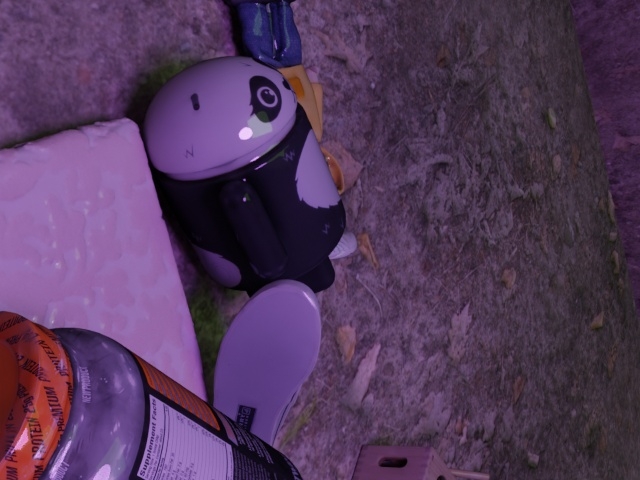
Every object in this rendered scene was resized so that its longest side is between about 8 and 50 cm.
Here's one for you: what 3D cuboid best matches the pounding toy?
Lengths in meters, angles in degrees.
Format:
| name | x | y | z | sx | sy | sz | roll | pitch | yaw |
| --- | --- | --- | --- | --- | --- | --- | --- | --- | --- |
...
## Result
| name | x | y | z | sx | sy | sz | roll | pitch | yaw |
| --- | --- | --- | --- | --- | --- | --- | --- | --- | --- |
| pounding toy | 0.141 | 0.337 | 1.276 | 0.130 | 0.141 | 0.100 | 55 | 41 | -37 |

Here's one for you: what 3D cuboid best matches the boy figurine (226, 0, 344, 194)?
| name | x | y | z | sx | sy | sz | roll | pitch | yaw |
| --- | --- | --- | --- | --- | --- | --- | --- | --- | --- |
| boy figurine | -0.044 | -0.173 | 1.130 | 0.177 | 0.092 | 0.285 | -18 | 96 | -60 |

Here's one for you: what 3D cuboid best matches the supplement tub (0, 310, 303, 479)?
| name | x | y | z | sx | sy | sz | roll | pitch | yaw |
| --- | --- | --- | --- | --- | --- | --- | --- | --- | --- |
| supplement tub | -0.158 | 0.192 | 0.697 | 0.316 | 0.194 | 0.193 | 46 | 48 | -43 |

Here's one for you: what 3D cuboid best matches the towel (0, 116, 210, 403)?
| name | x | y | z | sx | sy | sz | roll | pitch | yaw |
| --- | --- | --- | --- | --- | --- | --- | --- | --- | --- |
| towel | -0.244 | 0.074 | 0.805 | 0.332 | 0.053 | 0.316 | -31 | 111 | -55 |

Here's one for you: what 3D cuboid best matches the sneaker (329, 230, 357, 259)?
| name | x | y | z | sx | sy | sz | roll | pitch | yaw |
| --- | --- | --- | --- | --- | --- | --- | --- | --- | --- |
| sneaker | 0.000 | 0.000 | 1.200 | 0.152 | 0.054 | 0.061 | -21 | 99 | -56 |

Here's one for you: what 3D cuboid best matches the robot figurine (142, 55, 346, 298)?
| name | x | y | z | sx | sy | sz | roll | pitch | yaw |
| --- | --- | --- | --- | --- | --- | --- | --- | --- | --- |
| robot figurine | -0.072 | -0.060 | 0.973 | 0.173 | 0.209 | 0.278 | -42 | 127 | -26 |

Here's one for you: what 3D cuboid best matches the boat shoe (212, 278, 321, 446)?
| name | x | y | z | sx | sy | sz | roll | pitch | yaw |
| --- | --- | --- | --- | --- | --- | --- | --- | --- | --- |
| boat shoe | -0.061 | 0.146 | 0.959 | 0.088 | 0.096 | 0.267 | -80 | -177 | -64 |
